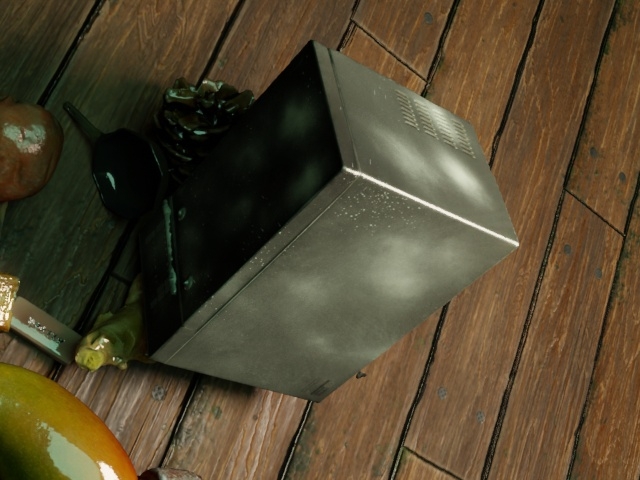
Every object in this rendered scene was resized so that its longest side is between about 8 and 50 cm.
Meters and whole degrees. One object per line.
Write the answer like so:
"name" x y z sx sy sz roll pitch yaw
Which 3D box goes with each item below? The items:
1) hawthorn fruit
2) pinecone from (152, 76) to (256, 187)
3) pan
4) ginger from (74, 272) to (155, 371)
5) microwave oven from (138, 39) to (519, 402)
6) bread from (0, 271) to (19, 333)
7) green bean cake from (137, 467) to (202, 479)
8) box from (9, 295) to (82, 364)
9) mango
"hawthorn fruit" -0.421 -0.112 1.329 0.149 0.149 0.189 6 71 -34
"pinecone" -0.169 -0.159 1.483 0.179 0.184 0.204 -54 145 -29
"pan" -0.286 -0.134 1.449 0.048 0.128 0.202 -19 88 -59
"ginger" -0.264 0.132 1.422 0.205 0.081 0.115 -49 122 -40
"microwave oven" 0.000 0.000 1.375 0.374 0.432 0.236 22 41 -34
"bread" -0.449 0.080 1.311 0.070 0.077 0.083 23 66 -41
"green bean cake" -0.237 0.438 1.340 0.097 0.198 0.232 18 53 -40
"box" -0.386 0.126 1.371 0.115 0.025 0.048 39 61 -22
"mango" -0.364 0.261 1.290 0.146 0.129 0.289 -42 99 -20
